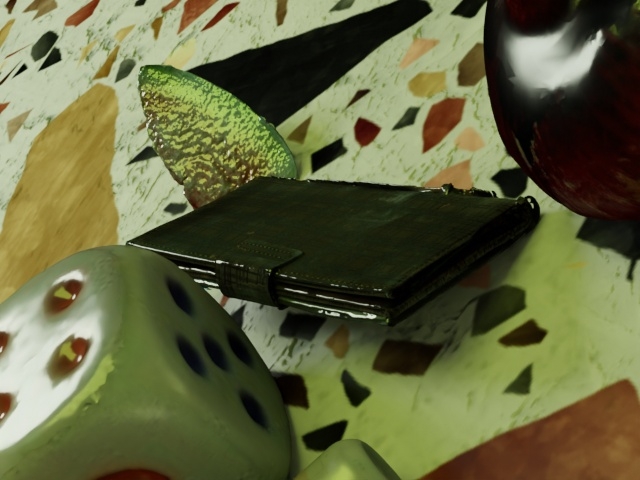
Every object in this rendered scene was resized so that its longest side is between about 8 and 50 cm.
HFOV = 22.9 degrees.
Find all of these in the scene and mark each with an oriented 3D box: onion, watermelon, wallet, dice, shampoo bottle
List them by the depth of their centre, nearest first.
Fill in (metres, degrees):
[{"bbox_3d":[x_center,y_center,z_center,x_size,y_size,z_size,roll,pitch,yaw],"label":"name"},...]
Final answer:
[{"bbox_3d":[0.190,-0.155,1.035,0.273,0.285,0.273,-38,42,45],"label":"onion"},{"bbox_3d":[-0.026,0.215,1.043,0.192,0.074,0.074,-43,34,6],"label":"shampoo bottle"},{"bbox_3d":[-0.149,0.134,1.152,0.193,0.194,0.192,-38,36,13],"label":"dice"},{"bbox_3d":[0.000,0.001,1.219,0.169,0.044,0.317,-32,25,-35],"label":"wallet"},{"bbox_3d":[-0.099,-0.089,1.425,0.094,0.081,0.180,-32,69,-14],"label":"watermelon"}]
